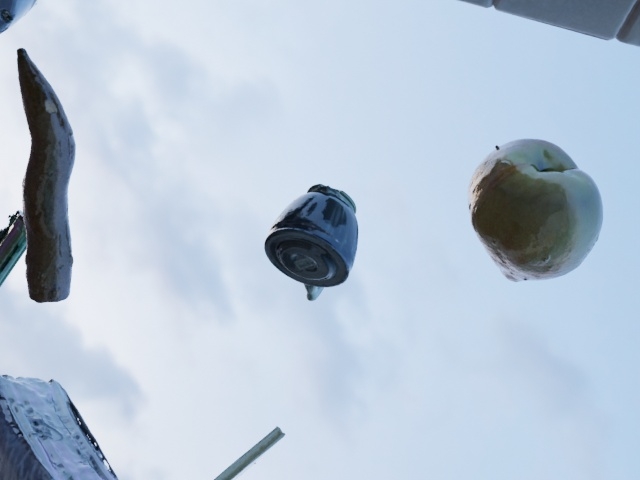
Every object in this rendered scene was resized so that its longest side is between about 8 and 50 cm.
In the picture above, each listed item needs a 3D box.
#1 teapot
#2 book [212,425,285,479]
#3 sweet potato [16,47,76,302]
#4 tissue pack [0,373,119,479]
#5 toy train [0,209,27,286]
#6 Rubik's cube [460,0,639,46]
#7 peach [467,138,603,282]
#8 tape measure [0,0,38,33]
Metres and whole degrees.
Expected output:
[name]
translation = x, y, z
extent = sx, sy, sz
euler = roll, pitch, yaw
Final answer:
[teapot]
translation = -0.007, -0.005, 1.213
extent = 0.092, 0.091, 0.124
euler = 32, -32, -10
[book]
translation = -0.155, 0.335, 1.507
extent = 0.018, 0.241, 0.170
euler = 48, -28, 7
[sweet potato]
translation = -0.305, -0.071, 1.322
extent = 0.067, 0.059, 0.281
euler = 35, -55, 55
[tissue pack]
translation = -0.373, 0.370, 1.402
extent = 0.259, 0.122, 0.361
euler = 39, -70, 48
[toy train]
translation = -0.451, 0.020, 1.670
extent = 0.038, 0.148, 0.071
euler = 33, 5, -27
[Rubik's cube]
translation = 0.314, -0.448, 1.312
extent = 0.318, 0.322, 0.316
euler = 13, -40, -6
[peach]
translation = 0.319, -0.032, 1.801
extent = 0.232, 0.232, 0.233
euler = 34, -40, 35
[tape measure]
translation = -0.345, -0.276, 1.104
extent = 0.181, 0.107, 0.182
euler = -1, -53, 26
